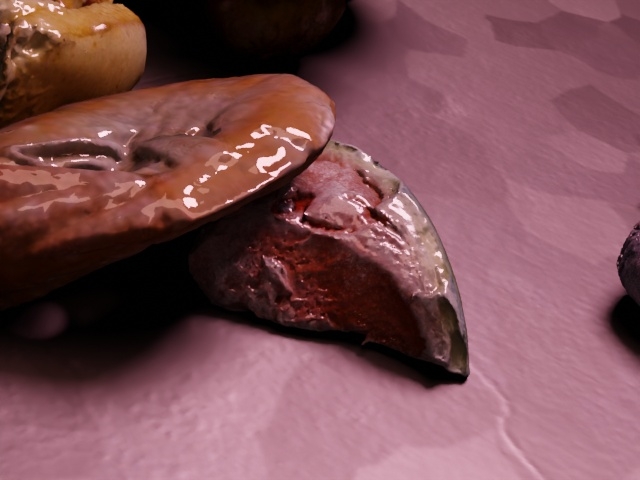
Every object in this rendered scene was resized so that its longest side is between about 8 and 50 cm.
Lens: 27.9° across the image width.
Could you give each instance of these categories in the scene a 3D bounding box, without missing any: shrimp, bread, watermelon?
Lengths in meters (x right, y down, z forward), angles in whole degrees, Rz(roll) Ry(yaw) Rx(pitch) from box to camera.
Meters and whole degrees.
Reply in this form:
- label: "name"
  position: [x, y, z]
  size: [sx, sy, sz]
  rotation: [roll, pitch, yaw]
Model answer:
- label: "shrimp"
  position: [-0.113, -0.021, 0.615]
  size: [0.168, 0.077, 0.317]
  rotation: [2, 26, 38]
- label: "bread"
  position: [-0.156, -0.102, 0.746]
  size: [0.110, 0.103, 0.156]
  rotation: [13, 35, -27]
- label: "watermelon"
  position: [0.000, 0.000, 0.679]
  size: [0.139, 0.071, 0.187]
  rotation: [-13, 42, -32]

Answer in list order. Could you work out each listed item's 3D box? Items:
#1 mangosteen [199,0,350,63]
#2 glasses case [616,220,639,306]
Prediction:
- label: "mangosteen"
  position: [-0.029, -0.281, 0.927]
  size: [0.297, 0.313, 0.297]
  rotation: [-6, -5, 0]
- label: "glasses case"
  position: [0.285, 0.070, 0.692]
  size: [0.109, 0.067, 0.282]
  rotation: [-16, 45, -44]
